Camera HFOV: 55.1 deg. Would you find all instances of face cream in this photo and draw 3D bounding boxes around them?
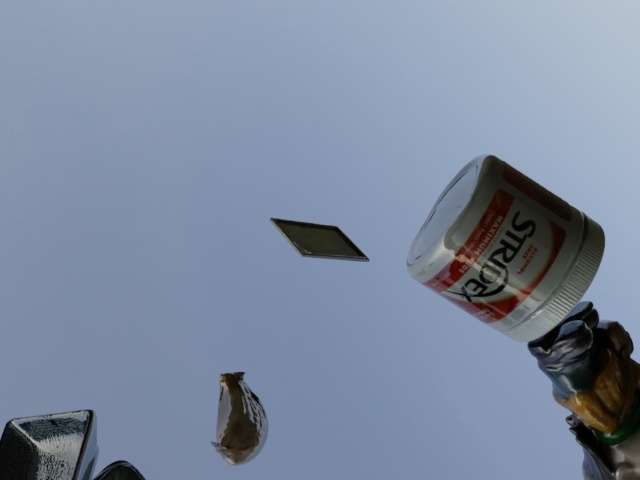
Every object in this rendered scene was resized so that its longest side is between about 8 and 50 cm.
[{"bbox_3d":[0.245,0.009,0.839,0.187,0.201,0.201,32,-135,-3],"label":"face cream"}]

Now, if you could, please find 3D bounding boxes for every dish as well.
[{"bbox_3d":[-0.483,0.407,1.089,0.080,0.243,0.181,45,-139,-45],"label":"dish"}]

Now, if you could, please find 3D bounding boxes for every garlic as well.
[{"bbox_3d":[-0.154,0.334,1.093,0.198,0.091,0.128,-82,-30,-64],"label":"garlic"}]

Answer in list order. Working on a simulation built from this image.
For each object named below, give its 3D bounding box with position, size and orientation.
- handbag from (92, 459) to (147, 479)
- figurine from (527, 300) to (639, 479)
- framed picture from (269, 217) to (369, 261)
[{"bbox_3d":[-0.355,0.604,1.183,0.192,0.075,0.332,-39,-85,-25],"label":"handbag"},{"bbox_3d":[0.409,0.256,0.858,0.332,0.204,0.185,44,-141,7],"label":"figurine"},{"bbox_3d":[0.000,0.000,1.337,0.201,0.010,0.136,5,-148,-43],"label":"framed picture"}]
